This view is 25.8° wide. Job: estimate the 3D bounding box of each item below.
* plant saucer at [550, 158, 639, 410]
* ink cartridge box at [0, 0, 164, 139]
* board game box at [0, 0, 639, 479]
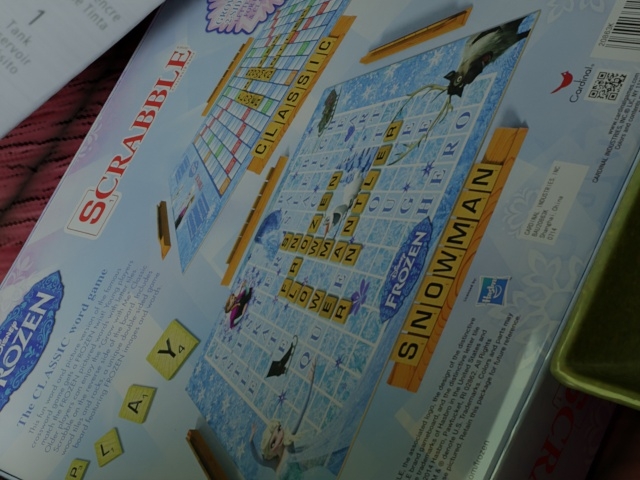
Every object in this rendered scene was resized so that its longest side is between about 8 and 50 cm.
[{"bbox_3d":[0.203,-0.001,0.487,0.188,0.045,0.188,17,73,34],"label":"plant saucer"},{"bbox_3d":[-0.117,-0.228,0.808,0.385,0.091,0.308,-39,29,12],"label":"ink cartridge box"},{"bbox_3d":[0.000,0.000,0.637,0.318,0.066,0.318,14,70,42],"label":"board game box"}]
